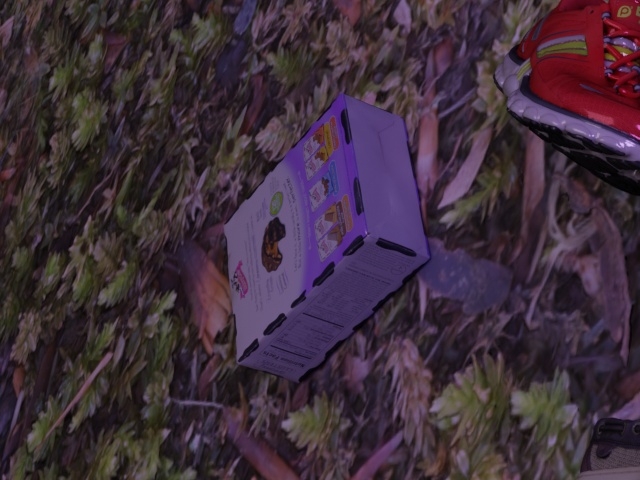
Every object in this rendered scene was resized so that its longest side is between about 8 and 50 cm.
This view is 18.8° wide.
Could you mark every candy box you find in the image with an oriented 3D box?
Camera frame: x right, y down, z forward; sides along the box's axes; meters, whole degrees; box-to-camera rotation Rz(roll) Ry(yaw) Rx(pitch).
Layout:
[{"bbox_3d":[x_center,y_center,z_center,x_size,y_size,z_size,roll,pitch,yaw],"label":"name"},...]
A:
[{"bbox_3d":[0.000,0.000,1.671,0.196,0.070,0.165,-46,37,36],"label":"candy box"}]

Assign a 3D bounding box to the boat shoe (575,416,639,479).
[{"bbox_3d":[0.232,0.124,1.189,0.223,0.080,0.073,-26,56,57],"label":"boat shoe"}]

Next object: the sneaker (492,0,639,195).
[{"bbox_3d":[0.193,-0.119,1.344,0.118,0.107,0.279,-54,18,12],"label":"sneaker"}]
